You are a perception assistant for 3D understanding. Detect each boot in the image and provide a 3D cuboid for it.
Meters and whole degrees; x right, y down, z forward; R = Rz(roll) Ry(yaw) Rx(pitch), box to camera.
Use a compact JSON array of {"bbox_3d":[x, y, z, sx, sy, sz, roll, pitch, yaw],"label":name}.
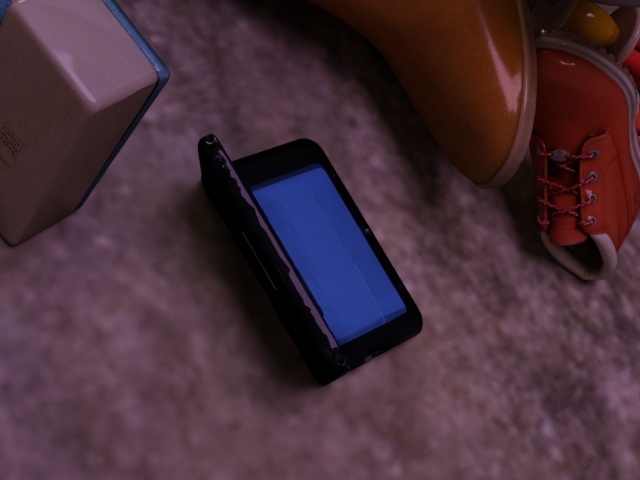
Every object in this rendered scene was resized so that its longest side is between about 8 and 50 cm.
[{"bbox_3d":[0.143,-0.044,0.622,0.158,0.059,0.085,52,54,-42],"label":"boot"},{"bbox_3d":[-0.016,-0.157,0.604,0.211,0.104,0.295,-1,61,-25],"label":"boot"}]

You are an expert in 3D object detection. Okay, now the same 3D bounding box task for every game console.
[{"bbox_3d":[0.000,0.000,0.541,0.071,0.107,0.122,-30,81,-9],"label":"game console"}]

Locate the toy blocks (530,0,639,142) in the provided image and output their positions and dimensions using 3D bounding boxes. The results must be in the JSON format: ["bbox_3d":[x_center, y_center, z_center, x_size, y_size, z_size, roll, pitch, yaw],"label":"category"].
[{"bbox_3d":[0.204,-0.094,0.720,0.148,0.054,0.123,26,54,-17],"label":"toy blocks"}]

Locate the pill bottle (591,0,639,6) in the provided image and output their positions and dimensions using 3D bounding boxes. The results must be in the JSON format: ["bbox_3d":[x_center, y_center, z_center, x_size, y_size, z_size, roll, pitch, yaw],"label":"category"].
[{"bbox_3d":[0.168,-0.225,0.618,0.169,0.169,0.301,32,22,-12],"label":"pill bottle"}]

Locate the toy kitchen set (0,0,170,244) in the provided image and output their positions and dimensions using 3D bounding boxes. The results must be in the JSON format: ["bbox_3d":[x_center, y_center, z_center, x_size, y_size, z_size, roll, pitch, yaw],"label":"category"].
[{"bbox_3d":[-0.121,-0.139,0.506,0.166,0.122,0.207,-36,87,-38],"label":"toy kitchen set"}]
